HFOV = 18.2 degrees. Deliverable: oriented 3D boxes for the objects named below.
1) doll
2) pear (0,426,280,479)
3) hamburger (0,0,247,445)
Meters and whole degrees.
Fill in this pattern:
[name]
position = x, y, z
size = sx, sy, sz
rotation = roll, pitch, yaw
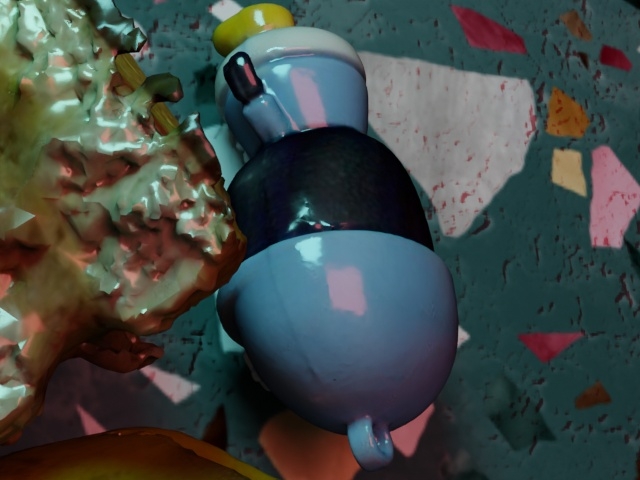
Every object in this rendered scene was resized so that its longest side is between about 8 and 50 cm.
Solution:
[doll]
position = 0.000, 0.000, 1.255
size = 0.177, 0.141, 0.314
rotation = 35, 35, -54
[pear]
position = -0.112, 0.258, 0.991
size = 0.285, 0.285, 0.336
rotation = 16, 77, -27
[hamburger]
position = -0.220, -0.057, 1.051
size = 0.268, 0.287, 0.445
rotation = -40, 67, -2
